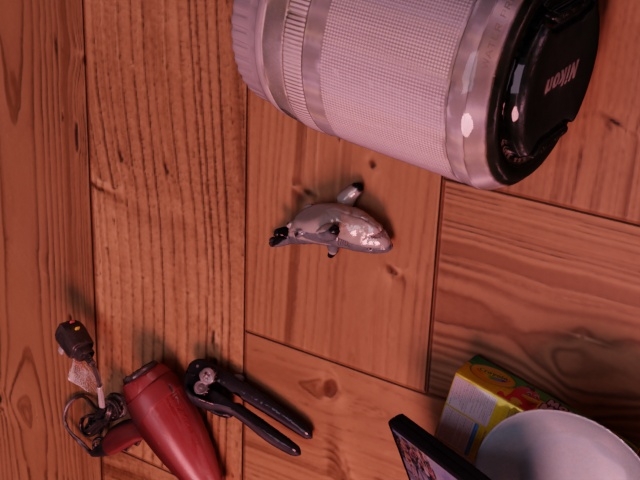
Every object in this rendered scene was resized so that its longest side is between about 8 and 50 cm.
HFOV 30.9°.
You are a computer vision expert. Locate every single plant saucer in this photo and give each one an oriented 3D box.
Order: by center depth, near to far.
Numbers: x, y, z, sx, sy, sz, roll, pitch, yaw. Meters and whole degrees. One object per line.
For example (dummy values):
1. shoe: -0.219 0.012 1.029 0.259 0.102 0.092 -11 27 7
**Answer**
1. plant saucer: 0.242 0.244 1.114 0.195 0.037 0.195 14 116 31

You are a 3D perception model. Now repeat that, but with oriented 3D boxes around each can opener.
1. can opener: -0.089 0.199 1.405 0.186 0.073 0.059 23 80 24

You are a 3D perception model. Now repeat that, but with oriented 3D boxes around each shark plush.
1. shark plush: 0.000 0.000 1.260 0.161 0.073 0.067 -19 126 34

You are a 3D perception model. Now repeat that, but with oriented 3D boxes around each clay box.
1. clay box: 0.225 0.226 1.179 0.222 0.053 0.127 28 122 23

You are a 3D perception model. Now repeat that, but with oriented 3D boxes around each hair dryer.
1. hair dryer: -0.230 0.238 1.520 0.293 0.080 0.224 33 139 28

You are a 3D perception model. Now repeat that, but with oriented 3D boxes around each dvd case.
1. dvd case: 0.157 0.311 1.188 0.180 0.022 0.253 31 146 57

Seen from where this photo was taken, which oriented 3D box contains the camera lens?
1. camera lens: 0.088 -0.179 1.018 0.274 0.219 0.219 22 119 28
